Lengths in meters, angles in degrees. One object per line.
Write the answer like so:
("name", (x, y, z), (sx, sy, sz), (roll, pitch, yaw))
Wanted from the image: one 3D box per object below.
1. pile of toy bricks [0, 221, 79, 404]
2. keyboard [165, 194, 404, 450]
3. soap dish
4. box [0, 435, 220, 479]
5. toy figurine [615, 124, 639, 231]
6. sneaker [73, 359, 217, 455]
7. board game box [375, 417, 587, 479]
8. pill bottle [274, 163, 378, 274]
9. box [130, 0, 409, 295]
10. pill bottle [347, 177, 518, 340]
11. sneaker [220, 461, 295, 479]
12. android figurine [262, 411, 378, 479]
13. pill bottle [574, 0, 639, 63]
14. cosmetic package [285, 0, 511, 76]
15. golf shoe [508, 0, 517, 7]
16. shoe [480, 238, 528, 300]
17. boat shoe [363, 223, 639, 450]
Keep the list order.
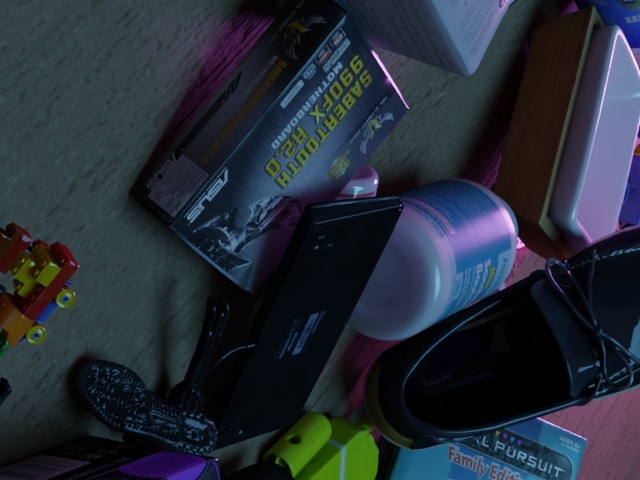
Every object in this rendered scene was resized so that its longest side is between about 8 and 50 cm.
("pile of toy bricks", (-0.265, 0.063, 0.878), (0.105, 0.118, 0.212), (38, 93, -34))
("keyboard", (-0.051, 0.086, 1.239), (0.201, 0.033, 0.317), (-12, 140, -40))
("soap dish", (0.320, -0.122, 1.706), (0.229, 0.118, 0.291), (39, 65, -60))
("box", (-0.181, 0.313, 1.076), (0.165, 0.143, 0.270), (-9, 100, -58))
("toy figurine", (0.548, -0.110, 2.127), (0.217, 0.191, 0.362), (-19, 125, -50))
("sneaker", (-0.157, 0.158, 1.164), (0.170, 0.089, 0.051), (33, 65, -26))
("board game box", (0.172, 0.364, 1.679), (0.079, 0.254, 0.336), (-20, -132, 66))
("pill bottle", (0.000, 0.000, 1.303), (0.087, 0.087, 0.160), (-22, 129, -55))
("box", (-0.037, -0.080, 1.156), (0.231, 0.056, 0.183), (-50, 150, -4))
("pill bottle", (0.125, 0.011, 1.476), (0.264, 0.146, 0.146), (-21, 128, -55))
("sneaker", (-0.096, 0.279, 1.284), (0.283, 0.107, 0.124), (-32, 154, -51))
("android figurine", (-0.017, 0.310, 1.546), (0.273, 0.056, 0.248), (-40, 142, -41))
("pill bottle", (0.401, -0.333, 1.710), (0.152, 0.152, 0.272), (-64, 152, -7))
("cosmetic package", (0.063, -0.257, 1.113), (0.151, 0.184, 0.151), (-61, 152, -10))
("golf shoe", (0.165, -0.258, 1.434), (0.198, 0.077, 0.094), (-22, 140, -41))
("shoe", (0.234, 0.010, 1.775), (0.081, 0.063, 0.178), (-59, 155, -25))
("boat shoe", (0.291, 0.114, 1.574), (0.500, 0.187, 0.156), (-22, 176, -5))
